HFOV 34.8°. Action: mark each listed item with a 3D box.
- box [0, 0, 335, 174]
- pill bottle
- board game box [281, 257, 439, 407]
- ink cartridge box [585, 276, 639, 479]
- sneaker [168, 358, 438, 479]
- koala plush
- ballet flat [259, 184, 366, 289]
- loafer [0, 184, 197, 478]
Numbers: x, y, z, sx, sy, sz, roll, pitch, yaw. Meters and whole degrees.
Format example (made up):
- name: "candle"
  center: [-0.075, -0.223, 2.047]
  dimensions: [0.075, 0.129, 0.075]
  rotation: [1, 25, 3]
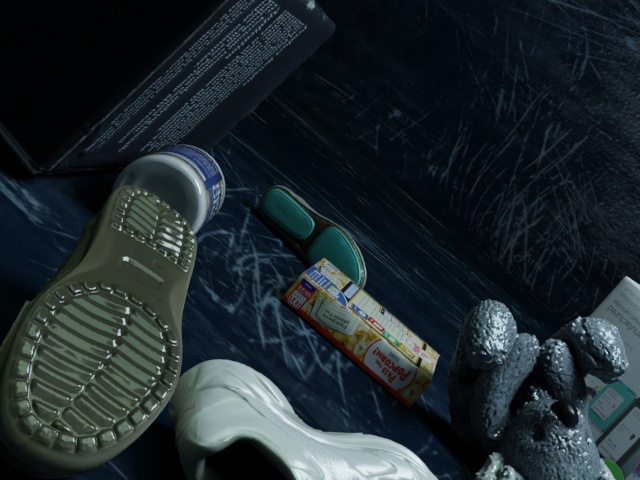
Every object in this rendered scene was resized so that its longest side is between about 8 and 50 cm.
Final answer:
- name: "box"
  center: [-0.267, -0.340, 1.129]
  dimensions: [0.480, 0.297, 0.472]
  rotation: [49, 8, 2]
- name: "pill bottle"
  center: [-0.151, -0.051, 1.063]
  dimensions: [0.094, 0.094, 0.169]
  rotation: [39, 12, -3]
- name: "board game box"
  center: [0.053, 0.105, 1.230]
  dimensions: [0.193, 0.045, 0.147]
  rotation: [40, 11, 4]
- name: "ink cartridge box"
  center: [0.394, 0.226, 1.274]
  dimensions: [0.197, 0.270, 0.198]
  rotation: [25, 18, -47]
- name: "sneaker"
  center: [-0.006, 0.179, 0.700]
  dimensions: [0.232, 0.090, 0.115]
  rotation: [27, 20, -12]
- name: "koala plush"
  center: [0.240, 0.215, 1.117]
  dimensions: [0.196, 0.203, 0.221]
  rotation: [8, 35, -14]
- name: "ballet flat"
  center: [0.000, 0.000, 1.410]
  dimensions: [0.213, 0.072, 0.068]
  rotation: [45, 8, 28]
- name: "loafer"
  center: [-0.146, 0.064, 0.663]
  dimensions: [0.102, 0.092, 0.268]
  rotation: [35, 28, -12]
